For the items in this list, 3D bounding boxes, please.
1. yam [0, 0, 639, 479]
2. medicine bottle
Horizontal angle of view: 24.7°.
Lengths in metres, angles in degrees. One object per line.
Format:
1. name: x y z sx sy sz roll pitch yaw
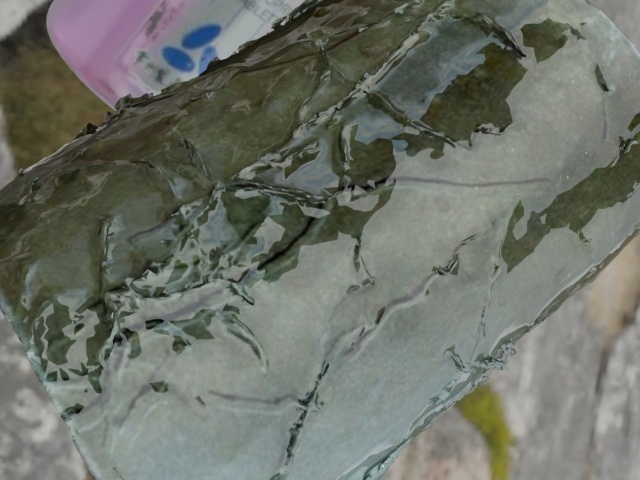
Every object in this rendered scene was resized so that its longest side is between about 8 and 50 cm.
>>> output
1. yam: 0.000 0.000 0.752 0.348 0.241 0.241 -35 135 -18
2. medicine bottle: -0.058 -0.199 0.997 0.254 0.152 0.152 -47 156 15
